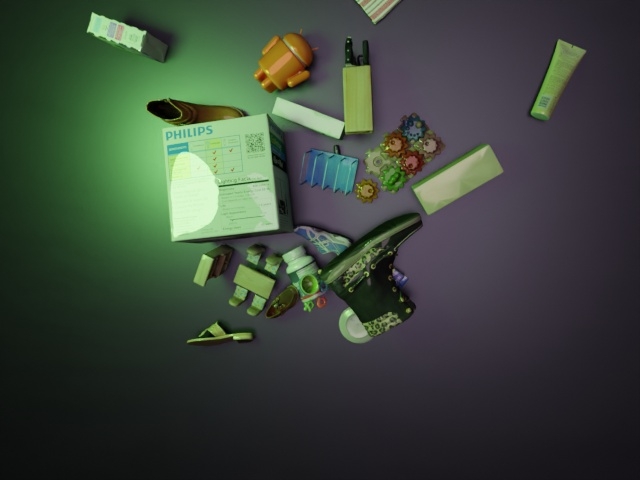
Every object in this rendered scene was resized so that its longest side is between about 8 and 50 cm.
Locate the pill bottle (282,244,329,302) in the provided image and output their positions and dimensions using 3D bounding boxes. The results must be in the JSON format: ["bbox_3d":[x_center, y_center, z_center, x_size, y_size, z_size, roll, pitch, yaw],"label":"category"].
[{"bbox_3d":[-0.056,0.113,1.677,0.107,0.108,0.180,-27,92,10],"label":"pill bottle"}]

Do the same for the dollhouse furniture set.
[{"bbox_3d":[-0.281,0.124,1.668,0.241,0.161,0.212,25,108,8],"label":"dollhouse furniture set"}]

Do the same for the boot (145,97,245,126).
[{"bbox_3d":[-0.409,-0.418,1.600,0.283,0.220,0.109,14,99,6],"label":"boot"}]

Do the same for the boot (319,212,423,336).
[{"bbox_3d":[0.221,0.111,1.582,0.377,0.138,0.284,-35,99,-3],"label":"boot"}]

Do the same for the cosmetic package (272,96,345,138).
[{"bbox_3d":[-0.033,-0.402,1.613,0.238,0.099,0.061,22,99,5],"label":"cosmetic package"}]

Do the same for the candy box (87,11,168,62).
[{"bbox_3d":[-0.642,-0.675,1.628,0.196,0.165,0.070,21,99,5],"label":"candy box"}]

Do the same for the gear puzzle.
[{"bbox_3d":[0.239,-0.260,1.620,0.339,0.044,0.175,-43,90,11],"label":"gear puzzle"}]

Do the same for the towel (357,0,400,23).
[{"bbox_3d":[0.170,-0.823,1.569,0.144,0.029,0.197,-40,93,11],"label":"towel"}]

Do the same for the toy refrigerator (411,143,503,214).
[{"bbox_3d":[0.439,-0.199,1.578,0.269,0.094,0.102,-31,99,11],"label":"toy refrigerator"}]

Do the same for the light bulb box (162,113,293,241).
[{"bbox_3d":[-0.294,-0.188,1.589,0.357,0.225,0.362,-6,87,8],"label":"light bulb box"}]

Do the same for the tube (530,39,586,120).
[{"bbox_3d":[0.738,-0.498,1.519,0.070,0.062,0.240,19,96,-39],"label":"tube"}]

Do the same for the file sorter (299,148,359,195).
[{"bbox_3d":[0.026,-0.224,1.610,0.170,0.104,0.118,14,110,9],"label":"file sorter"}]

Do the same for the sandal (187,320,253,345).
[{"bbox_3d":[-0.364,0.335,1.777,0.239,0.088,0.079,-4,65,2],"label":"sandal"}]

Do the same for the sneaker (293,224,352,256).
[{"bbox_3d":[0.000,0.000,1.668,0.211,0.080,0.081,19,96,6],"label":"sneaker"}]

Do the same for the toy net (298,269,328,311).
[{"bbox_3d":[0.028,0.148,1.625,0.232,0.045,0.122,-21,88,-35],"label":"toy net"}]

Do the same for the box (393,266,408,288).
[{"bbox_3d":[0.204,0.120,1.675,0.178,0.042,0.109,38,101,3],"label":"box"}]

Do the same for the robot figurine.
[{"bbox_3d":[-0.113,-0.582,1.587,0.219,0.158,0.128,-41,131,11],"label":"robot figurine"}]

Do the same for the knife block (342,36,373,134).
[{"bbox_3d":[0.115,-0.491,1.515,0.088,0.276,0.242,-3,126,9],"label":"knife block"}]

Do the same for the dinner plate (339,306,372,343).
[{"bbox_3d":[0.135,0.298,1.721,0.141,0.017,0.142,1,96,9],"label":"dinner plate"}]

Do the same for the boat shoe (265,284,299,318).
[{"bbox_3d":[-0.135,0.221,1.687,0.064,0.060,0.178,52,130,12],"label":"boat shoe"}]

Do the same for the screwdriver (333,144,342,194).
[{"bbox_3d":[0.060,-0.241,1.660,0.025,0.024,0.170,-6,99,-21],"label":"screwdriver"}]
